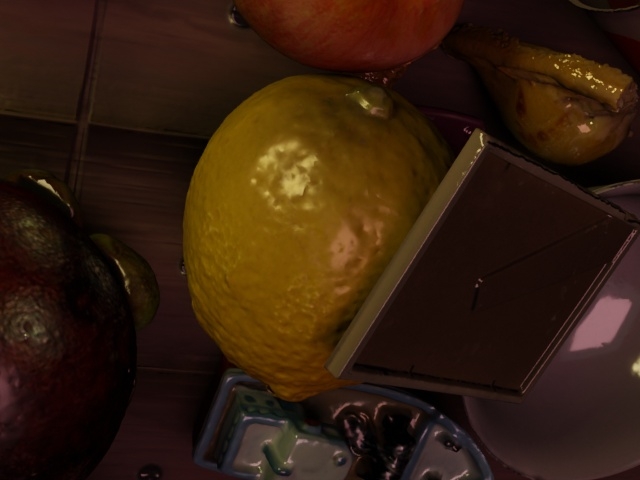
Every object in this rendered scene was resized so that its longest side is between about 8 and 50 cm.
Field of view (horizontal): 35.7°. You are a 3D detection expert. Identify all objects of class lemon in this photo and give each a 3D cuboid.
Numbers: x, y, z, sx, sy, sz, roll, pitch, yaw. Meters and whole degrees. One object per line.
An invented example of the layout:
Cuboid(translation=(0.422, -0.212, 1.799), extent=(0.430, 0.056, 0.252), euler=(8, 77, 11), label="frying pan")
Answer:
Cuboid(translation=(0.000, 0.000, 0.868), extent=(0.245, 0.245, 0.320), euler=(3, 131, -19), label="lemon")

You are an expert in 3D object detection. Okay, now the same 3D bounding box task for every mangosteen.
Cuboid(translation=(-0.267, 0.082, 0.793), extent=(0.300, 0.300, 0.300), euler=(-7, 116, -15), label="mangosteen")

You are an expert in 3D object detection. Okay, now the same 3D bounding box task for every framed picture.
Cuboid(translation=(0.151, 0.039, 0.826), extent=(0.289, 0.020, 0.211), euler=(17, 110, -48), label="framed picture")

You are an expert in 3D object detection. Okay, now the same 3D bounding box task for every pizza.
Cuboid(translation=(0.224, -0.118, 0.922), extent=(0.188, 0.204, 0.080), euler=(32, 91, -34), label="pizza")

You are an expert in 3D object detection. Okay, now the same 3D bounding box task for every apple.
Cuboid(translation=(0.028, -0.233, 0.801), extent=(0.209, 0.164, 0.209), euler=(3, 83, -28), label="apple")

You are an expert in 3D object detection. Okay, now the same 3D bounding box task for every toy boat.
Cuboid(translation=(0.036, 0.221, 1.051), extent=(0.332, 0.133, 0.145), euler=(15, 108, -24), label="toy boat")

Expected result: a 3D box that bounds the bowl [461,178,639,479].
Cuboid(translation=(0.274, 0.069, 1.044), extent=(0.345, 0.157, 0.345), euler=(-7, 116, -14), label="bowl")

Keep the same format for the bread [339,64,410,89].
Cuboid(translation=(0.070, -0.183, 0.923), extent=(0.052, 0.044, 0.157), euler=(33, 102, -34), label="bread")

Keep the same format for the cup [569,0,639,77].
Cuboid(translation=(0.377, -0.196, 0.950), extent=(0.203, 0.203, 0.288), euler=(-44, 125, 5), label="cup")

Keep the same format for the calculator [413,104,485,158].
Cuboid(translation=(0.092, -0.041, 1.005), extent=(0.126, 0.034, 0.190), euler=(5, 111, -19), label="calculator")
